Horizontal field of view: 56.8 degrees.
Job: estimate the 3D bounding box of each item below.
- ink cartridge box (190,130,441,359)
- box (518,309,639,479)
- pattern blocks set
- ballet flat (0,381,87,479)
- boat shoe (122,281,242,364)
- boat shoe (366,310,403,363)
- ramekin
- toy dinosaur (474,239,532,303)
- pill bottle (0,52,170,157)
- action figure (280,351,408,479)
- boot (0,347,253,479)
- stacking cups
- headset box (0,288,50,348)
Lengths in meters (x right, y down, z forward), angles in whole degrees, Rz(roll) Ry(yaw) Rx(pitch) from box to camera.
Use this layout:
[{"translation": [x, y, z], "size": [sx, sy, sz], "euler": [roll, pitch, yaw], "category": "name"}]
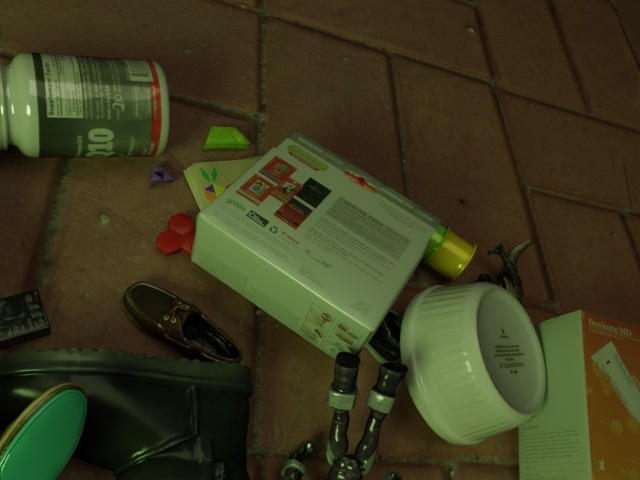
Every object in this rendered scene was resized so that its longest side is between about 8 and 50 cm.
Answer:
[{"translation": [0.000, 0.000, 0.964], "size": [0.309, 0.130, 0.272], "euler": [34, 51, 9], "category": "ink cartridge box"}, {"translation": [0.474, 0.321, 1.006], "size": [0.215, 0.168, 0.345], "euler": [16, 64, -17], "category": "box"}, {"translation": [-0.145, -0.086, 1.077], "size": [0.325, 0.026, 0.285], "euler": [0, 61, -26], "category": "pattern blocks set"}, {"translation": [-0.319, 0.249, 0.600], "size": [0.080, 0.073, 0.232], "euler": [41, 63, -45], "category": "ballet flat"}, {"translation": [-0.204, 0.126, 0.890], "size": [0.207, 0.073, 0.073], "euler": [35, 53, -1], "category": "boat shoe"}, {"translation": [0.082, 0.128, 1.018], "size": [0.183, 0.083, 0.065], "euler": [44, 51, 4], "category": "boat shoe"}, {"translation": [0.264, 0.192, 0.985], "size": [0.273, 0.127, 0.273], "euler": [24, 54, -38], "category": "ramekin"}, {"translation": [0.378, 0.078, 1.208], "size": [0.118, 0.064, 0.268], "euler": [36, 51, -22], "category": "toy dinosaur"}, {"translation": [-0.399, -0.213, 0.947], "size": [0.283, 0.161, 0.161], "euler": [-5, 63, -28], "category": "pill bottle"}, {"translation": [0.042, 0.307, 0.831], "size": [0.185, 0.099, 0.285], "euler": [15, 91, 4], "category": "action figure"}, {"translation": [-0.236, 0.360, 0.681], "size": [0.367, 0.146, 0.445], "euler": [7, 58, -23], "category": "boot"}, {"translation": [0.148, -0.041, 1.164], "size": [0.316, 0.096, 0.096], "euler": [34, 52, 3], "category": "stacking cups"}, {"translation": [-0.425, 0.110, 0.816], "size": [0.083, 0.032, 0.062], "euler": [-18, 69, -32], "category": "headset box"}]
